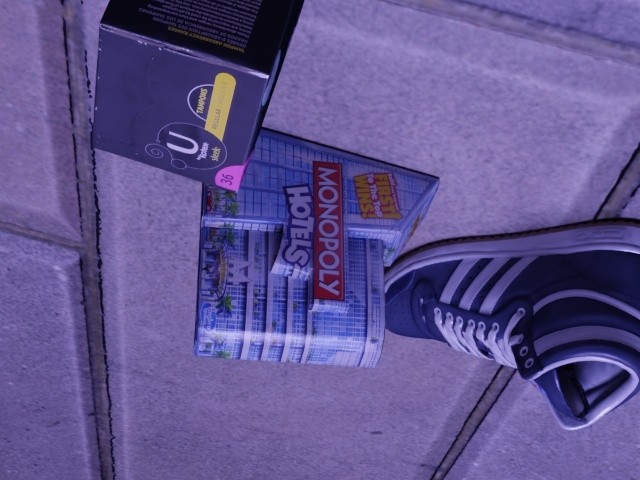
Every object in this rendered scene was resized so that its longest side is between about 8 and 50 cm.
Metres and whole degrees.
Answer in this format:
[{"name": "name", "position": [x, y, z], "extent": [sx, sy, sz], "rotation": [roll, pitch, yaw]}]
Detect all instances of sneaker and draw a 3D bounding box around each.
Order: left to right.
[{"name": "sneaker", "position": [0.152, 0.080, 0.926], "extent": [0.282, 0.153, 0.099], "rotation": [-13, 137, 36]}]

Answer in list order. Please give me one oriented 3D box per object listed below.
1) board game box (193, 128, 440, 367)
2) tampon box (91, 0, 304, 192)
[{"name": "board game box", "position": [0.000, 0.000, 0.877], "extent": [0.194, 0.194, 0.060], "rotation": [3, 148, -8]}, {"name": "tampon box", "position": [-0.069, -0.137, 0.690], "extent": [0.101, 0.161, 0.120], "rotation": [17, 147, -3]}]
